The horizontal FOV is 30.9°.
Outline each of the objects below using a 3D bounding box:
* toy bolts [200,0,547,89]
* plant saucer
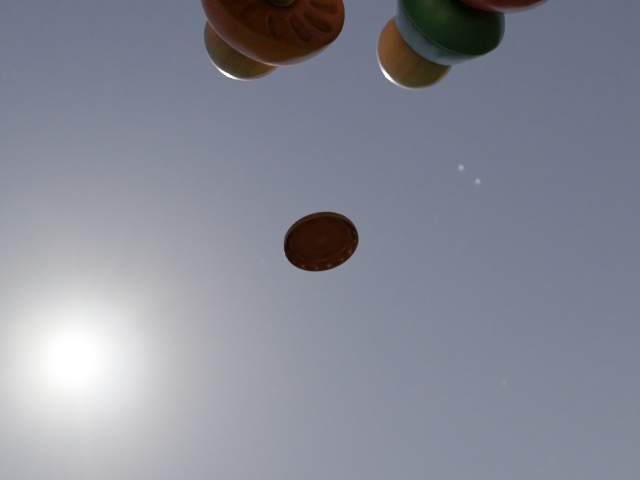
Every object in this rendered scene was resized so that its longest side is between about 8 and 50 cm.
[{"bbox_3d":[0.028,-0.201,0.819,0.228,0.218,0.158,14,-35,-21],"label":"toy bolts"},{"bbox_3d":[0.000,0.000,1.268,0.083,0.013,0.084,-6,-46,-7],"label":"plant saucer"}]
